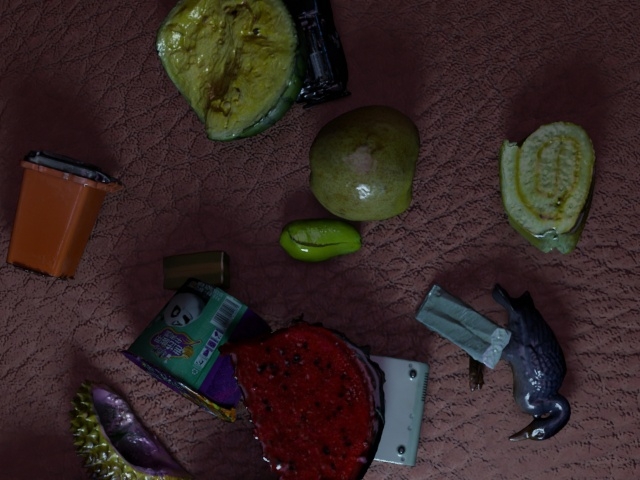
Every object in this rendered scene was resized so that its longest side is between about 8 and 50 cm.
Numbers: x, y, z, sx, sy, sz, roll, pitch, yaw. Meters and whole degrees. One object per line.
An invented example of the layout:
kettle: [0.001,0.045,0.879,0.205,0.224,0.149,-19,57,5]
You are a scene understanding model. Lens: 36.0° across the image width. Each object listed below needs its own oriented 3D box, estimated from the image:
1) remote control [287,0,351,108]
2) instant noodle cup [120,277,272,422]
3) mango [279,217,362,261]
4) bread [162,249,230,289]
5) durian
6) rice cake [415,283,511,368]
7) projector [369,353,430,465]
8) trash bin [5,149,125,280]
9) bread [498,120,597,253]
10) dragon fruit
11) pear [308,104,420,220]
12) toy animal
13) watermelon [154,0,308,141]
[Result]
remote control: [-0.046,-0.475,2.043,0.144,0.062,0.399,-16,80,1]
instant noodle cup: [-0.219,0.197,1.855,0.251,0.251,0.190,30,75,8]
mango: [0.000,0.000,1.955,0.165,0.074,0.091,4,74,-9]
bread: [-0.253,0.059,1.951,0.139,0.084,0.074,0,81,4]
durian: [-0.396,0.391,1.872,0.154,0.186,0.260,-41,67,-10]
rice cake: [0.267,0.160,1.861,0.040,0.226,0.085,32,91,-37]
projector: [0.071,0.310,1.878,0.250,0.108,0.198,10,80,5]
trash bin: [-0.511,-0.045,1.954,0.184,0.161,0.239,14,89,6]
bread: [0.441,-0.101,1.926,0.186,0.124,0.257,1,81,10]
dragon fruit: [-0.009,0.305,1.774,0.282,0.100,0.343,-18,78,-19]
pear: [0.081,-0.152,1.915,0.211,0.188,0.228,7,81,-3]
toy animal: [0.376,0.229,1.871,0.185,0.122,0.298,-2,73,13]
watermelon: [-0.151,-0.358,1.957,0.330,0.189,0.331,-1,88,23]
